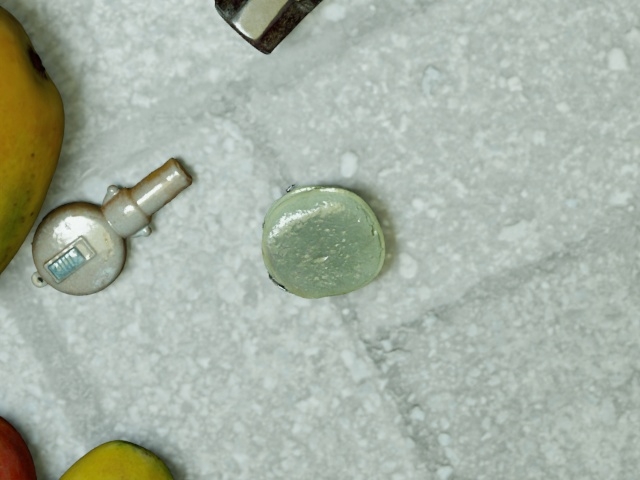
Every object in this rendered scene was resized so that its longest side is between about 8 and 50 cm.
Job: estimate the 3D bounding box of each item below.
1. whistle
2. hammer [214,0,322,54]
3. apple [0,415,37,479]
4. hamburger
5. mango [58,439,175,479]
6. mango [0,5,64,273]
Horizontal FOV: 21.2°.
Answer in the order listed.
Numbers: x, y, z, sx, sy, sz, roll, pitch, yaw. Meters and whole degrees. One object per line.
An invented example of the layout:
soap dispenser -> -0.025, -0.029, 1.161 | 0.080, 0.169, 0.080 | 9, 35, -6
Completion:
whistle -> -0.238, -0.014, 1.921 | 0.220, 0.057, 0.107 | -36, 101, 7
hammer -> -0.121, -0.410, 1.809 | 0.409, 0.095, 0.242 | 41, 102, -4
apple -> -0.424, 0.297, 1.923 | 0.218, 0.218, 0.201 | 5, 107, -1
hamburger -> 0.000, 0.000, 1.921 | 0.140, 0.062, 0.133 | -17, 108, 3
mango -> -0.217, 0.385, 1.973 | 0.211, 0.173, 0.317 | -16, 98, 4
mango -> -0.453, -0.066, 1.824 | 0.300, 0.232, 0.445 | 32, 109, -12
